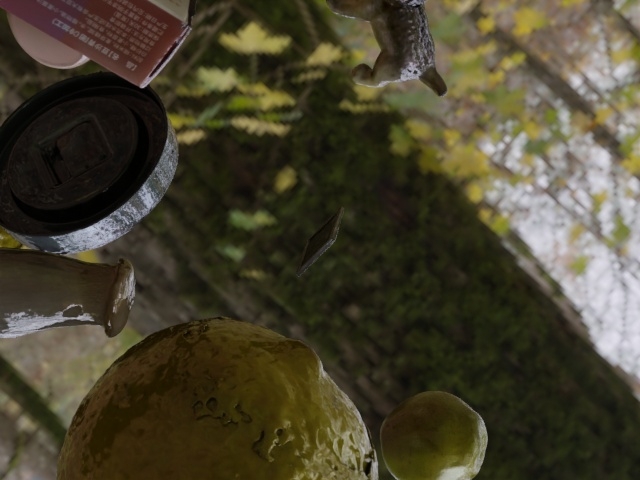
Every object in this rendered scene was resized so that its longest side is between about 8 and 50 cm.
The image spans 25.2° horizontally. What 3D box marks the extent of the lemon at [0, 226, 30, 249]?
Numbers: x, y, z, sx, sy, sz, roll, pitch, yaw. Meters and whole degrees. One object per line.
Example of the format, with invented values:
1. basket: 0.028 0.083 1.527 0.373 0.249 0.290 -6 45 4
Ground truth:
1. lemon: -0.568 -0.005 2.673 0.180 0.193 0.180 -25 -134 29

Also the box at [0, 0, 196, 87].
1. box: -0.338 -0.417 1.809 0.122 0.385 0.344 -47 -154 31

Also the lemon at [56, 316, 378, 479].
1. lemon: -0.120 0.272 1.596 0.387 0.350 0.350 -52 -176 9

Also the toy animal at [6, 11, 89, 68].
1. toy animal: -0.431 -0.417 2.440 0.213 0.195 0.256 107 3 -48

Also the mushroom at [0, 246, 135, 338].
1. mushroom: -0.313 0.055 1.457 0.096 0.247 0.108 -90 177 -54

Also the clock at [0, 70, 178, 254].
1. clock: -0.372 -0.122 2.216 0.319 0.319 0.066 -50 144 -16

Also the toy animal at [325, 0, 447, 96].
1. toy animal: 0.092 -0.310 1.915 0.121 0.233 0.168 -32 -148 -26

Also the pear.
1. pear: 0.210 0.374 2.638 0.198 0.198 0.198 -48 -175 6

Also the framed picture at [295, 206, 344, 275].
1. framed picture: 0.000 0.000 1.656 0.066 0.006 0.089 -45 -168 25
